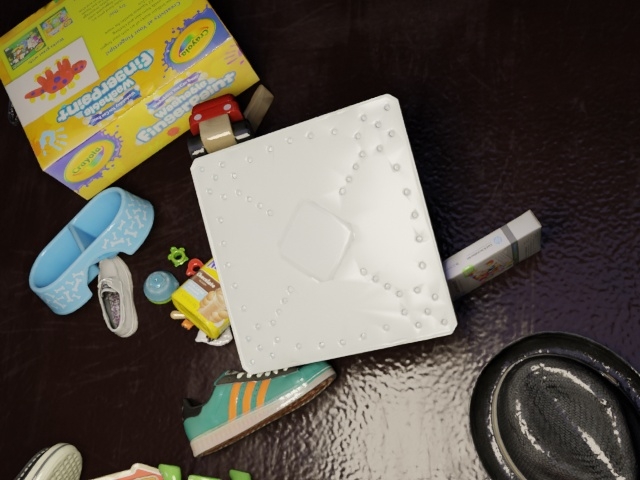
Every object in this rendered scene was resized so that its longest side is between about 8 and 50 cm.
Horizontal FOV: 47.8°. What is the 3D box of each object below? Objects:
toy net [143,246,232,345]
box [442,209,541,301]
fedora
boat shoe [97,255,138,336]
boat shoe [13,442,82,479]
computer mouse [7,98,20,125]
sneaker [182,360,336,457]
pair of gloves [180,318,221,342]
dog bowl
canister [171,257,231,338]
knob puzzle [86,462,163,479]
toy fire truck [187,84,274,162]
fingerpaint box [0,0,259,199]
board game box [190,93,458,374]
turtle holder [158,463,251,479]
[{"bbox_3d":[-0.244,0.119,1.424,0.232,0.045,0.122,39,72,20],"label":"toy net"},{"bbox_3d":[0.288,0.031,1.237,0.186,0.145,0.038,-30,67,5],"label":"box"},{"bbox_3d":[0.387,0.294,1.123,0.333,0.152,0.334,-5,72,15],"label":"fedora"},{"bbox_3d":[-0.422,0.106,1.464,0.066,0.063,0.184,-17,70,11],"label":"boat shoe"},{"bbox_3d":[-0.627,0.566,1.322,0.156,0.187,0.500,37,91,17],"label":"boat shoe"},{"bbox_3d":[-0.668,-0.379,1.704,0.071,0.041,0.242,27,89,20],"label":"computer mouse"},{"bbox_3d":[-0.121,0.273,1.302,0.302,0.108,0.121,-29,72,7],"label":"sneaker"},{"bbox_3d":[-0.215,0.151,1.373,0.083,0.010,0.074,25,63,16],"label":"pair of gloves"},{"bbox_3d":[-0.470,0.013,1.467,0.297,0.074,0.166,-46,41,-1],"label":"dog bowl"},{"bbox_3d":[-0.180,0.089,1.362,0.126,0.073,0.170,35,64,22],"label":"canister"},{"bbox_3d":[-0.311,0.492,1.281,0.213,0.030,0.213,1,86,-17],"label":"knob puzzle"},{"bbox_3d":[-0.162,-0.218,1.421,0.158,0.217,0.246,-18,53,4],"label":"toy fire truck"},{"bbox_3d":[-0.412,-0.366,1.500,0.444,0.163,0.371,-35,64,2],"label":"fingerpaint box"},{"bbox_3d":[0.000,0.000,1.217,0.389,0.050,0.390,-15,89,22],"label":"board game box"},{"bbox_3d":[-0.138,0.498,1.157,0.320,0.243,0.228,2,74,27],"label":"turtle holder"}]
